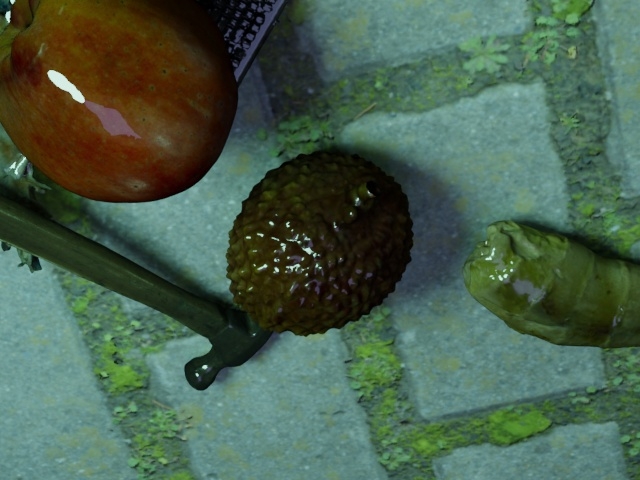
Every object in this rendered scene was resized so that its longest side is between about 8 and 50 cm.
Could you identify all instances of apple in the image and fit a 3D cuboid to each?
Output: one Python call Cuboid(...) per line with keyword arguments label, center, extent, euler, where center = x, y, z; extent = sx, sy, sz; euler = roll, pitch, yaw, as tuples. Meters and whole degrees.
Cuboid(label="apple", center=(-0.193, -0.144, 1.603), extent=(0.234, 0.234, 0.234), euler=(-1, 127, -2))

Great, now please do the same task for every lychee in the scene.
Cuboid(label="lychee", center=(0.000, 0.000, 1.798), extent=(0.200, 0.200, 0.238), euler=(17, 146, -15))

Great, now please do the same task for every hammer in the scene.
Cuboid(label="hammer", center=(-0.219, 0.037, 1.834), extent=(0.168, 0.044, 0.440), euler=(-42, 135, 21))

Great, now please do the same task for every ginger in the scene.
Cuboid(label="ginger", center=(0.276, 0.058, 1.910), extent=(0.263, 0.116, 0.109), euler=(14, 166, -18))

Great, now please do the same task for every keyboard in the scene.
Cuboid(label="keyboard", center=(-0.080, -0.231, 1.704), extent=(0.094, 0.025, 0.230), euler=(24, 114, -16))

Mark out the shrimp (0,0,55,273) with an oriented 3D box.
Cuboid(label="shrimp", center=(-0.260, -0.114, 1.770), extent=(0.247, 0.085, 0.360), euler=(1, 123, -19))
